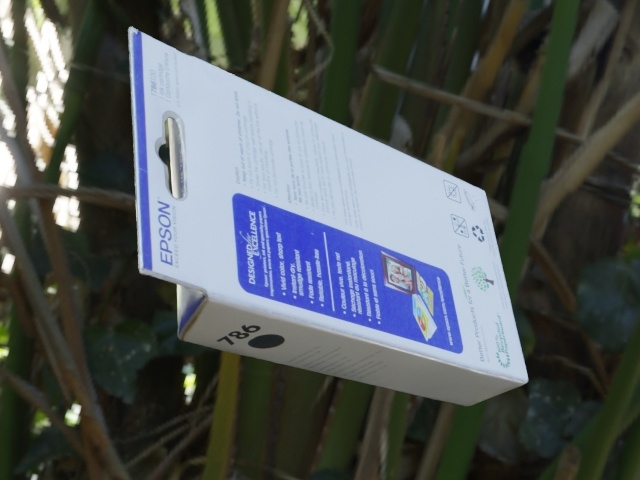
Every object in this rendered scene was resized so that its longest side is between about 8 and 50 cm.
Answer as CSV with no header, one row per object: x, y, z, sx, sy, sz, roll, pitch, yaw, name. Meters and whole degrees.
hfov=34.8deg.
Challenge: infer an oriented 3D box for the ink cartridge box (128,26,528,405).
0.000,0.000,0.663,0.333,0.165,0.065,21,-39,-40,ink cartridge box
